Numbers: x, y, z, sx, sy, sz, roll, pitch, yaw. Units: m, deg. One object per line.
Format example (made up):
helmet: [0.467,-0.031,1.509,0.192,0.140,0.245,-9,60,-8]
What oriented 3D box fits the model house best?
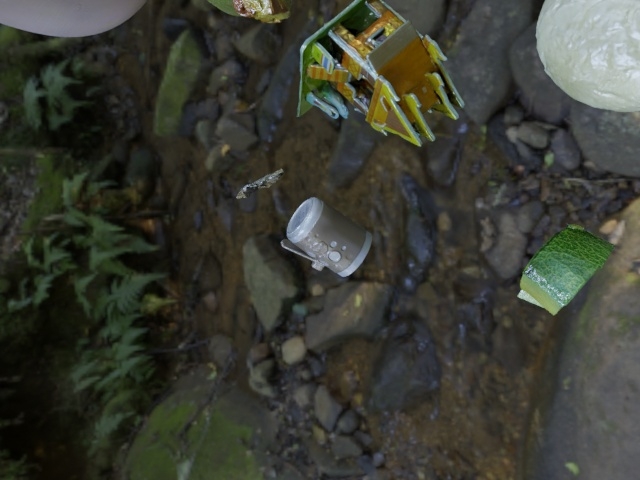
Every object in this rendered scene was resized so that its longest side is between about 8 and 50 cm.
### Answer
model house: [0.127,-0.303,1.670,0.313,0.242,0.358,47,164,9]

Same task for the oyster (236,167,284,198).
oyster: [-0.091,-0.084,1.180,0.054,0.083,0.019,-137,22,-82]

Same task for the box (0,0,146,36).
box: [-0.164,-0.183,0.372,0.088,0.200,0.146,-18,62,46]

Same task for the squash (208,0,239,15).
squash: [-0.153,-0.494,1.386,0.204,0.237,0.155,-62,21,23]

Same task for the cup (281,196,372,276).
cup: [0.004,-0.007,1.071,0.074,0.099,0.102,-60,20,-13]

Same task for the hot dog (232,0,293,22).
hot dog: [-0.052,-0.239,0.660,0.061,0.078,0.169,-17,44,30]

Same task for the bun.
bun: [0.570,-0.419,1.416,0.352,0.227,0.349,-4,62,26]

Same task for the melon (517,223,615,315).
melon: [0.284,0.036,0.915,0.064,0.209,0.118,38,85,16]
